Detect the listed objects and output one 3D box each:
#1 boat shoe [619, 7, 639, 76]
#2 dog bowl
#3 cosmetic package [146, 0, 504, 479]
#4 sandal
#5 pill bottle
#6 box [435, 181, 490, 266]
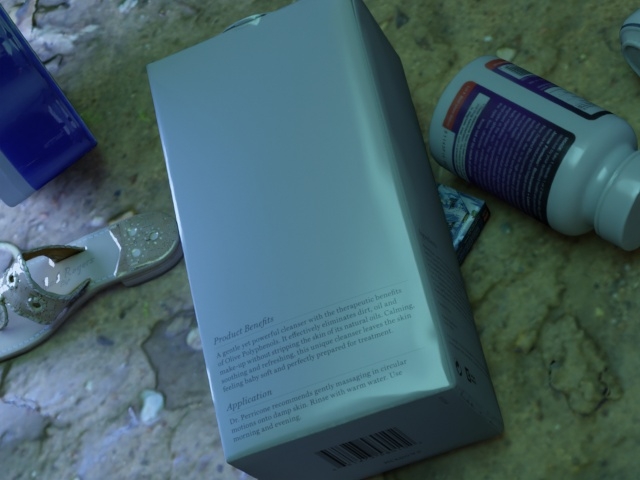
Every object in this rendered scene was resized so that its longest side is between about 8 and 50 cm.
[{"bbox_3d":[0.323,-0.096,1.287,0.084,0.095,0.258,-38,56,-8],"label":"boat shoe"},{"bbox_3d":[-0.322,-0.167,1.453,0.104,0.265,0.265,-36,57,-5],"label":"dog bowl"},{"bbox_3d":[0.000,0.000,1.284,0.197,0.155,0.365,-19,64,15],"label":"cosmetic package"},{"bbox_3d":[-0.244,0.027,1.429,0.240,0.079,0.088,-26,57,5],"label":"sandal"},{"bbox_3d":[0.195,-0.070,1.310,0.193,0.108,0.108,32,77,31],"label":"pill bottle"},{"bbox_3d":[0.067,-0.014,1.372,0.137,0.027,0.094,24,73,29],"label":"box"}]
